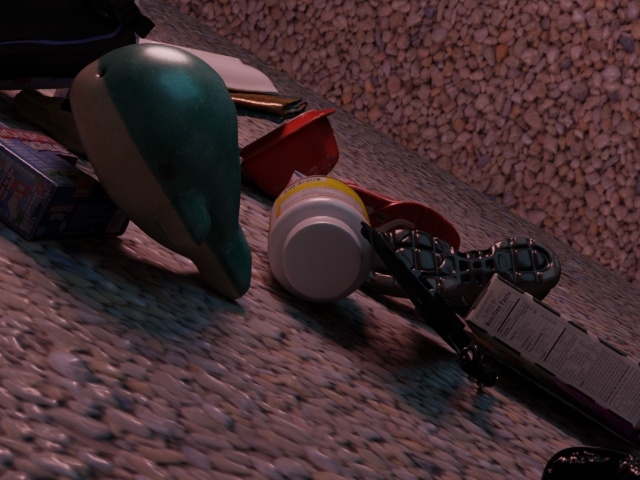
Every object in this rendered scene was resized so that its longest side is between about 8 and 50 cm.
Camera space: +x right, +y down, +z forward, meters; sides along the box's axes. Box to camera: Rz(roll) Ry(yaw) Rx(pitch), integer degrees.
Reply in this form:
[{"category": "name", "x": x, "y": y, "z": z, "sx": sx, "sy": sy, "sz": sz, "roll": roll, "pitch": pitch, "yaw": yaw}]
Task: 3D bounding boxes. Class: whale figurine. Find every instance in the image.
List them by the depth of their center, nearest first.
[{"category": "whale figurine", "x": -0.123, "y": -0.070, "z": 1.488, "sx": 0.272, "sy": 0.141, "sz": 0.216, "roll": 57, "pitch": 5, "yaw": -36}]

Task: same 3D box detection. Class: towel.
[{"category": "towel", "x": -0.166, "y": -0.206, "z": 2.296, "sx": 0.271, "sy": 0.040, "sz": 0.370, "roll": 8, "pitch": 7, "yaw": 3}]

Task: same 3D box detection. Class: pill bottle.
[{"category": "pill bottle", "x": 0.000, "y": 0.000, "z": 1.733, "sx": 0.117, "sy": 0.117, "sz": 0.215, "roll": 27, "pitch": 10, "yaw": -6}]

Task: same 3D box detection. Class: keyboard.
[{"category": "keyboard", "x": 0.131, "y": 0.082, "z": 1.691, "sx": 0.201, "sy": 0.033, "sz": 0.317, "roll": 55, "pitch": 4, "yaw": 16}]

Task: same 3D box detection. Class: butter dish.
[{"category": "butter dish", "x": -0.032, "y": -0.107, "z": 2.210, "sx": 0.118, "sy": 0.160, "sz": 0.160, "roll": 60, "pitch": 11, "yaw": -3}]

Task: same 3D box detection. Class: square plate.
[{"category": "square plate", "x": -0.274, "y": -0.274, "z": 2.304, "sx": 0.344, "sy": 0.049, "sz": 0.347, "roll": 12, "pitch": 6, "yaw": 20}]

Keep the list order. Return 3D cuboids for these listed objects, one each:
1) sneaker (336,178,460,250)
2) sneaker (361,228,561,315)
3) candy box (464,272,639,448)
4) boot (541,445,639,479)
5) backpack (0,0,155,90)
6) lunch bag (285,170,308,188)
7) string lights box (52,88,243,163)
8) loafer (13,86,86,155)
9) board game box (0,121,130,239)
[{"category": "sneaker", "x": 0.100, "y": -0.043, "z": 2.334, "sx": 0.221, "sy": 0.087, "sz": 0.128, "roll": 26, "pitch": 11, "yaw": -18}, {"category": "sneaker", "x": 0.164, "y": 0.056, "z": 1.956, "sx": 0.267, "sy": 0.106, "sz": 0.101, "roll": 4, "pitch": 54, "yaw": -9}, {"category": "candy box", "x": 0.290, "y": 0.143, "z": 1.825, "sx": 0.233, "sy": 0.071, "sz": 0.159, "roll": 33, "pitch": -6, "yaw": 20}, {"category": "boot", "x": 0.327, "y": 0.260, "z": 1.358, "sx": 0.246, "sy": 0.094, "sz": 0.207, "roll": 26, "pitch": 4, "yaw": 32}, {"category": "backpack", "x": -0.332, "y": -0.316, "z": 1.881, "sx": 0.276, "sy": 0.263, "sz": 0.213, "roll": -1, "pitch": -19, "yaw": -3}, {"category": "lunch bag", "x": -0.023, "y": -0.045, "z": 2.039, "sx": 0.053, "sy": 0.071, "sz": 0.083, "roll": 25, "pitch": 11, "yaw": -25}, {"category": "string lights box", "x": -0.221, "y": -0.137, "z": 1.951, "sx": 0.133, "sy": 0.077, "sz": 0.259, "roll": 20, "pitch": 13, "yaw": -39}, {"category": "loafer", "x": -0.306, "y": -0.149, "z": 1.851, "sx": 0.148, "sy": 0.050, "sz": 0.056, "roll": 35, "pitch": 11, "yaw": 33}, {"category": "board game box", "x": -0.292, "y": -0.074, "z": 1.477, "sx": 0.194, "sy": 0.060, "sz": 0.194, "roll": 32, "pitch": 10, "yaw": 14}]
